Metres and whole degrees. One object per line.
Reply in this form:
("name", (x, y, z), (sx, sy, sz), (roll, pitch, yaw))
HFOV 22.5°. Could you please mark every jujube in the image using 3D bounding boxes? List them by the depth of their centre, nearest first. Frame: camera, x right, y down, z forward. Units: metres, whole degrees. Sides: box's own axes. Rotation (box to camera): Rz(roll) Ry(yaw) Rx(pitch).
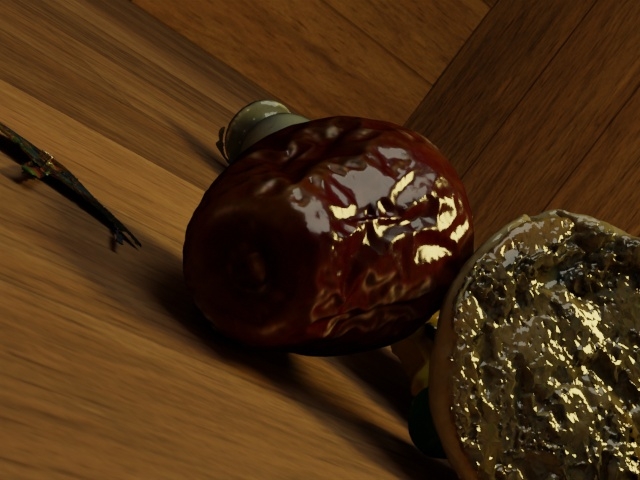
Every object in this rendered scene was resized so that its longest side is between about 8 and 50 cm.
("jujube", (0.000, 0.000, 1.131), (0.190, 0.190, 0.255), (39, 18, 15))

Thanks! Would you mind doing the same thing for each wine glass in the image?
("wine glass", (-0.030, -0.087, 1.884), (0.111, 0.111, 0.204), (32, 5, -40))

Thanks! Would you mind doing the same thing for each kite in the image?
("kite", (-0.201, -0.053, 1.153), (0.183, 0.010, 0.160), (40, 2, -7))

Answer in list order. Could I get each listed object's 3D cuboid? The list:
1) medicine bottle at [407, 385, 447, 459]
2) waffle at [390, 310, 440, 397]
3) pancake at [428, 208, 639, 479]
("medicine bottle", (0.200, 0.147, 1.237), (0.309, 0.111, 0.076), (8, 21, -36))
("waffle", (0.146, 0.112, 1.394), (0.329, 0.062, 0.329), (44, 16, -17))
("pancake", (0.193, 0.104, 1.161), (0.282, 0.282, 0.049), (34, -26, -26))
